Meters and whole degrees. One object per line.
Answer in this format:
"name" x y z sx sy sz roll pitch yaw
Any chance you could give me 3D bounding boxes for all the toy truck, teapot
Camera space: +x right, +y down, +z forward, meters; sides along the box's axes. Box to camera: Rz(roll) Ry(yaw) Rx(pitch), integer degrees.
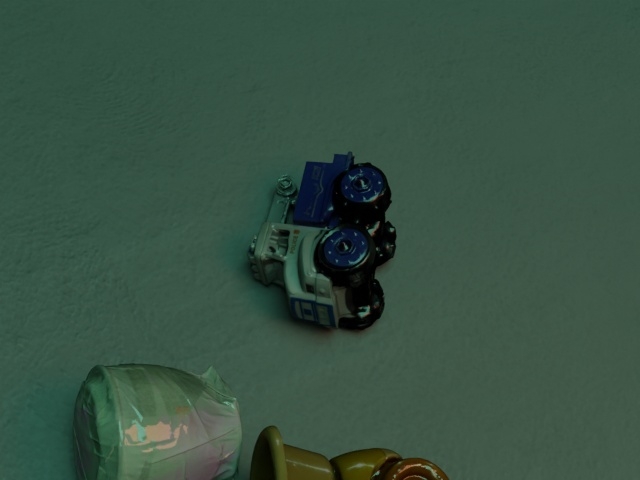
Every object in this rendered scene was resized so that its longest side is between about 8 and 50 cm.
"toy truck" 0.000 0.000 1.482 0.177 0.161 0.213 7 59 11
"toy truck" 0.029 0.344 1.255 0.211 0.204 0.288 3 61 -11
"teapot" -0.166 0.241 1.283 0.178 0.163 0.221 -1 62 -24
